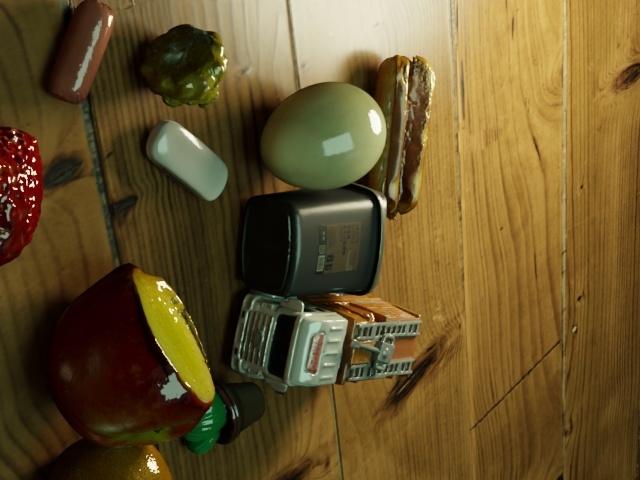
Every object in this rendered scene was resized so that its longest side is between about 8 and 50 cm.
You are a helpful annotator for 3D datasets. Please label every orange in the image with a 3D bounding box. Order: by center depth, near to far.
[{"bbox_3d":[-0.329,0.393,1.873,0.206,0.206,0.206,-24,122,-47],"label":"orange"}]

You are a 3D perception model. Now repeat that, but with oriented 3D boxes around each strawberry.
[{"bbox_3d":[-0.451,-0.068,1.581,0.244,0.205,0.205,-61,149,-55],"label":"strawberry"}]

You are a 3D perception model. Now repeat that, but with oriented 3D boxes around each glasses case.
[{"bbox_3d":[-0.216,-0.129,1.954,0.193,0.049,0.074,39,71,-51],"label":"glasses case"}]

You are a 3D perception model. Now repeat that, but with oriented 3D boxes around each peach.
[{"bbox_3d":[-0.293,0.174,1.813,0.245,0.274,0.248,-10,155,-12],"label":"peach"}]

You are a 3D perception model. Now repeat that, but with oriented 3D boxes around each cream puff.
[{"bbox_3d":[-0.207,-0.259,1.857,0.146,0.146,0.116,-56,158,-24],"label":"cream puff"}]

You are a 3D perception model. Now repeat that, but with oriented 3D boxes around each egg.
[{"bbox_3d":[0.003,-0.182,2.111,0.254,0.188,0.188,-24,122,-41],"label":"egg"}]

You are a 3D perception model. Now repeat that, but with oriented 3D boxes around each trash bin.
[{"bbox_3d":[0.000,0.000,2.192,0.290,0.182,0.209,-6,107,-47],"label":"trash bin"}]

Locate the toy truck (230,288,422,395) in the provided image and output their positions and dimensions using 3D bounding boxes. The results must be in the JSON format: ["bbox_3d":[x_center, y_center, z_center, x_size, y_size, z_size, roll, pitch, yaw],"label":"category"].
[{"bbox_3d":[0.020,0.187,2.258,0.387,0.207,0.173,2,101,-53],"label":"toy truck"}]

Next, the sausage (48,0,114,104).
[{"bbox_3d":[-0.343,-0.273,1.718,0.062,0.062,0.154,26,82,-54],"label":"sausage"}]

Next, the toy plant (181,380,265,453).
[{"bbox_3d":[-0.197,0.313,2.115,0.200,0.105,0.143,-14,135,-30],"label":"toy plant"}]

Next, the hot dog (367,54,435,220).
[{"bbox_3d":[0.148,-0.201,2.380,0.135,0.100,0.337,-8,108,-43],"label":"hot dog"}]
